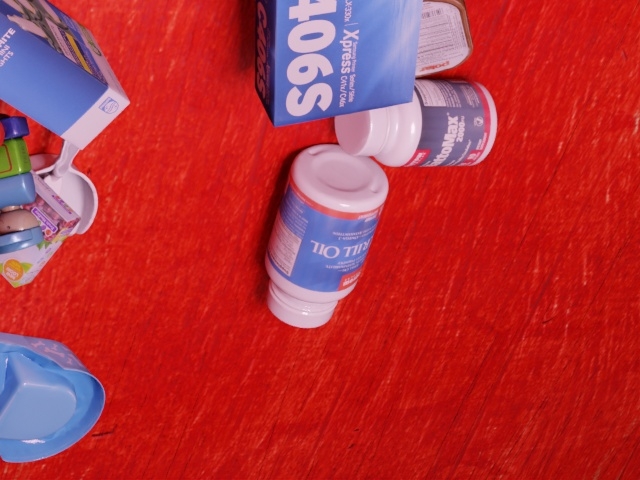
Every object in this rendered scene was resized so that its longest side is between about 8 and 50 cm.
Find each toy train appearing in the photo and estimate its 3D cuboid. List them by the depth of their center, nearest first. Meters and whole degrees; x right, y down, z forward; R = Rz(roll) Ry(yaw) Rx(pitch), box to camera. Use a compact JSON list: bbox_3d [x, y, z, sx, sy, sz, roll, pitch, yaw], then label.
[{"bbox_3d":[-0.411,-0.040,1.548,0.248,0.143,0.105,-13,-176,1],"label":"toy train"}]

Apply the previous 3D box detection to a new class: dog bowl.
[{"bbox_3d":[-0.409,0.184,1.853,0.297,0.074,0.166,12,123,-42],"label":"dog bowl"}]

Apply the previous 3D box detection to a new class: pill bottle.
[{"bbox_3d":[0.113,-0.143,1.837,0.180,0.108,0.108,-3,132,-31],"label":"pill bottle"},{"bbox_3d":[0.000,0.000,1.896,0.124,0.124,0.221,-8,135,-28],"label":"pill bottle"}]

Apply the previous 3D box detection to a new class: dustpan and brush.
[{"bbox_3d":[-0.300,-0.066,1.675,0.147,0.060,0.211,0,131,-33],"label":"dustpan and brush"}]

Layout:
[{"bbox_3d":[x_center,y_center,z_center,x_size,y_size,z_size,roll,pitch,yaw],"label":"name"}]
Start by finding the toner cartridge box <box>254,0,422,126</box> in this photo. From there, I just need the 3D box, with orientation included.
[{"bbox_3d":[0.021,-0.282,1.549,0.165,0.075,0.348,-13,136,-15],"label":"toner cartridge box"}]

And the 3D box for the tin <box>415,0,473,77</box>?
[{"bbox_3d":[0.119,-0.243,1.743,0.106,0.040,0.189,-10,159,9],"label":"tin"}]

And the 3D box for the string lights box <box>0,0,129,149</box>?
[{"bbox_3d":[-0.314,-0.203,1.466,0.077,0.133,0.260,-42,141,11],"label":"string lights box"}]

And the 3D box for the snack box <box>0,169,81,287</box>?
[{"bbox_3d":[-0.340,-0.034,1.623,0.100,0.141,0.037,-49,171,20],"label":"snack box"}]
